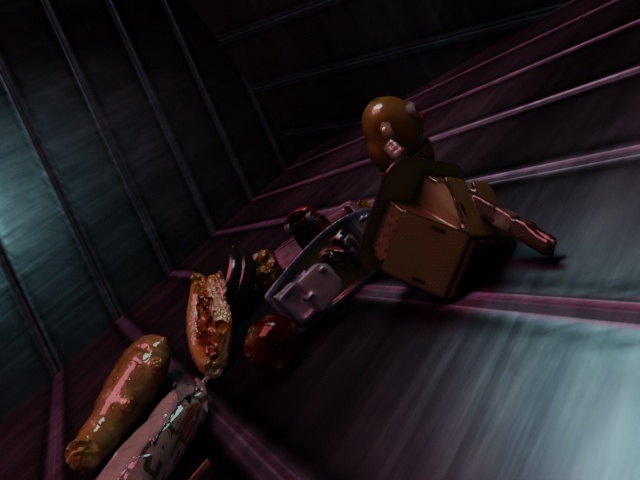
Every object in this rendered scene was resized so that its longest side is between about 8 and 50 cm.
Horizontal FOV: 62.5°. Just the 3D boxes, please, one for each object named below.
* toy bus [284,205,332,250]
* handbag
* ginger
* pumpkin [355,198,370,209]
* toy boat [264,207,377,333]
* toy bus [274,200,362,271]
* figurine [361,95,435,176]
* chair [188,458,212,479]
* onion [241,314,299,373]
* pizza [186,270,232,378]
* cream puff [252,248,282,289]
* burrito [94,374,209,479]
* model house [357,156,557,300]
[{"bbox_3d":[0.000,0.000,1.261,0.081,0.195,0.089,-28,13,31],"label":"toy bus"},{"bbox_3d":[-0.300,0.136,1.549,0.308,0.093,0.254,-20,54,49],"label":"handbag"},{"bbox_3d":[-0.520,0.395,1.322,0.236,0.166,0.375,-12,21,39],"label":"ginger"},{"bbox_3d":[0.101,-0.087,1.585,0.083,0.054,0.074,-15,30,44],"label":"pumpkin"},{"bbox_3d":[0.040,0.047,1.112,0.332,0.145,0.133,-43,6,-13],"label":"toy boat"},{"bbox_3d":[0.010,0.003,1.414,0.274,0.112,0.090,-32,7,20],"label":"toy bus"},{"bbox_3d":[0.207,-0.223,1.301,0.167,0.285,0.342,-39,13,-2],"label":"figurine"},{"bbox_3d":[-0.197,0.399,0.677,0.221,0.095,0.104,-43,4,-20],"label":"chair"},{"bbox_3d":[-0.092,0.203,1.036,0.118,0.118,0.117,-17,55,53],"label":"onion"},{"bbox_3d":[-0.283,0.189,1.327,0.182,0.073,0.365,-57,32,32],"label":"pizza"},{"bbox_3d":[-0.167,0.090,1.569,0.094,0.122,0.116,-32,-26,-13],"label":"cream puff"},{"bbox_3d":[-0.315,0.395,0.954,0.139,0.101,0.445,-31,15,38],"label":"burrito"},{"bbox_3d":[0.229,0.015,0.869,0.204,0.219,0.278,-1,29,-36],"label":"model house"}]
